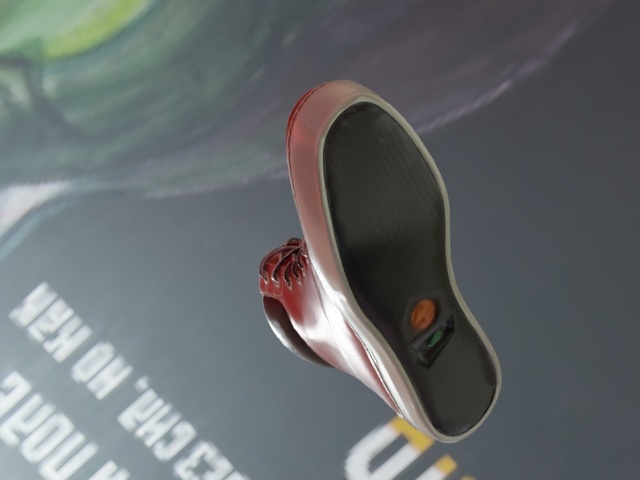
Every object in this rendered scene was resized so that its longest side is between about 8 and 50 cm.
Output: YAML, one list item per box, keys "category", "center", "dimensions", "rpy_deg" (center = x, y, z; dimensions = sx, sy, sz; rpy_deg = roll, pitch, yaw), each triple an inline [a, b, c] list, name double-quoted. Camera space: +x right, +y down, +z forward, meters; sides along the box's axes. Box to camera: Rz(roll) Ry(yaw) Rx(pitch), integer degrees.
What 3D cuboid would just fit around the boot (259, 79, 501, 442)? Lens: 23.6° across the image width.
- category: "boot"
  center: [0.000, 0.000, 0.916]
  dimensions: [0.176, 0.088, 0.244]
  rpy_deg: [26, 147, 47]
